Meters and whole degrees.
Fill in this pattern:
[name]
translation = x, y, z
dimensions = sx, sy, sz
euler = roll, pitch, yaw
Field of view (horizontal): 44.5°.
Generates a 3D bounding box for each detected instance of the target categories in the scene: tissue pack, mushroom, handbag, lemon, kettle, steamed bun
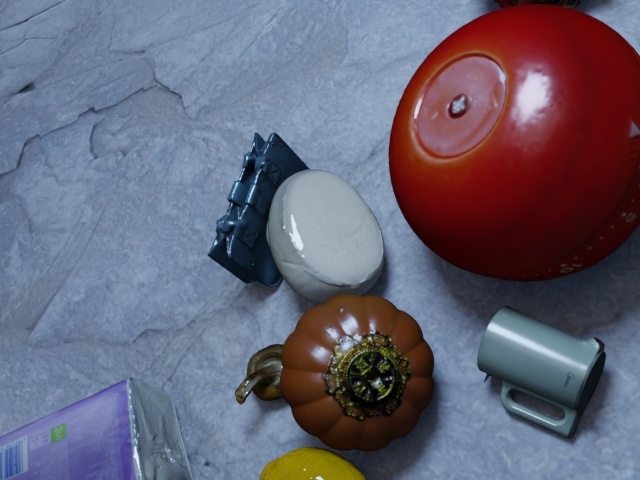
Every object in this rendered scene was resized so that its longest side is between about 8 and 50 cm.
[tissue pack]
translation = -0.377, 0.394, 1.234
dimensions = 0.338, 0.160, 0.242
euler = -24, 58, 13
[mushroom]
translation = -0.089, 0.218, 1.227
dimensions = 0.088, 0.073, 0.129
euler = 38, 51, 22
[handbag]
translation = -0.099, -0.050, 1.311
dimensions = 0.062, 0.179, 0.229
euler = 8, 71, 29
[lemon]
translation = -0.007, 0.358, 1.080
dimensions = 0.187, 0.142, 0.142
euler = 22, 77, 38
[kettle]
translation = 0.292, 0.171, 1.053
dimensions = 0.148, 0.098, 0.127
euler = 24, 72, 30
[steamed bun]
translation = 0.000, 0.000, 1.254
dimensions = 0.177, 0.131, 0.228
euler = -11, 66, -27

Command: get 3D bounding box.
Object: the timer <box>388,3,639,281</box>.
[timer]
translation = 0.270, -0.133, 1.075
dimensions = 0.378, 0.279, 0.378
euler = -19, 63, 43

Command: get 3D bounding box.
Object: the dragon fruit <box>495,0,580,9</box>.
[dragon fruit]
translation = 0.370, -0.479, 1.331
dimensions = 0.282, 0.147, 0.211
euler = 33, 92, 38

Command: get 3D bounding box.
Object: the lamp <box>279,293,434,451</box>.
[lamp]
translation = 0.052, 0.185, 1.103
dimensions = 0.223, 0.196, 0.223
euler = 1, 84, -8
